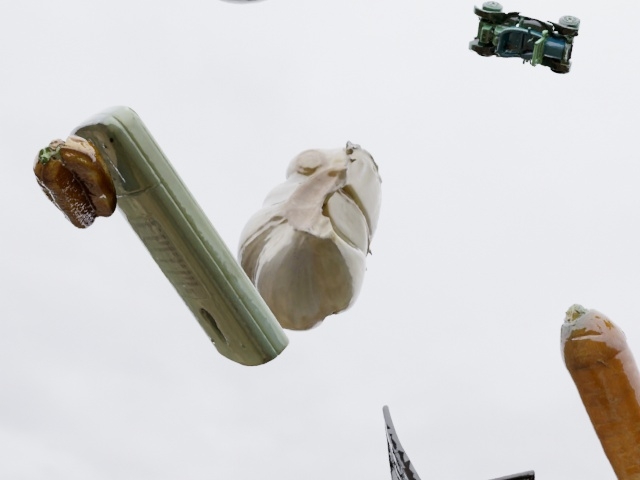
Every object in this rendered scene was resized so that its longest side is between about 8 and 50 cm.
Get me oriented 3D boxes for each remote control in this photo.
[{"bbox_3d":[-0.111,0.000,0.744,0.234,0.038,0.098,58,-26,-16],"label":"remote control"}]

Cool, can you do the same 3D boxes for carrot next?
[{"bbox_3d":[0.270,0.181,0.808,0.062,0.271,0.066,-15,-9,-24],"label":"carrot"}]

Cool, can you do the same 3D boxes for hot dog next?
[{"bbox_3d":[-0.175,-0.043,0.676,0.049,0.037,0.122,-25,-17,-12],"label":"hot dog"}]

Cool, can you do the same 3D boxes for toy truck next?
[{"bbox_3d":[0.277,-0.275,1.310,0.154,0.078,0.080,18,-51,21],"label":"toy truck"}]

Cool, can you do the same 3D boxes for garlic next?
[{"bbox_3d":[-0.016,0.006,1.330,0.184,0.281,0.203,-7,-43,22],"label":"garlic"}]

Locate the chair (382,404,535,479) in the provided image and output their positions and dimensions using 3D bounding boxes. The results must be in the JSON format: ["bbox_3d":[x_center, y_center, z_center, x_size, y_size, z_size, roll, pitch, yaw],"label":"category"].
[{"bbox_3d":[0.113,0.205,0.730,0.101,0.212,0.084,-8,-63,-1],"label":"chair"}]

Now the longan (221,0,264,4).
[{"bbox_3d":[-0.071,-0.309,0.897,0.189,0.189,0.189,10,-32,6],"label":"longan"}]
